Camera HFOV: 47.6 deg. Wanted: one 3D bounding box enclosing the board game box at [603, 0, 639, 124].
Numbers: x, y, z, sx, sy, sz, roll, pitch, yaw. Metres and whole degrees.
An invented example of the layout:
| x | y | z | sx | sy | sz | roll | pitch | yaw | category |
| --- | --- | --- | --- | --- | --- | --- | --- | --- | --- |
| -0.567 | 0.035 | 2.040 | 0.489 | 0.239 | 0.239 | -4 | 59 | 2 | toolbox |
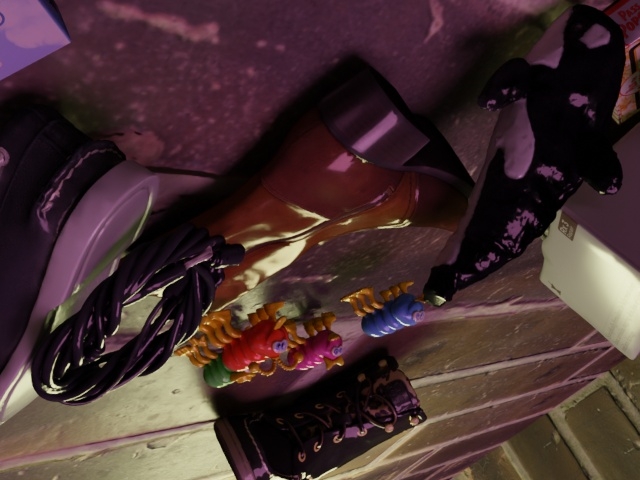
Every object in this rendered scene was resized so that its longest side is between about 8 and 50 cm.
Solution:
| x | y | z | sx | sy | sz | roll | pitch | yaw | category |
| --- | --- | --- | --- | --- | --- | --- | --- | --- | --- |
| 0.349 | -0.210 | 0.689 | 0.193 | 0.045 | 0.147 | -36 | 152 | 12 | board game box |

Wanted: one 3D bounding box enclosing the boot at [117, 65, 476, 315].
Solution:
| x | y | z | sx | sy | sz | roll | pitch | yaw | category |
| --- | --- | --- | --- | --- | --- | --- | --- | --- | --- |
| 0.000 | 0.000 | 0.662 | 0.280 | 0.096 | 0.264 | -37 | 154 | 18 | boot |

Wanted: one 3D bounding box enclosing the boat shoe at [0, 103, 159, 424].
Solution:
| x | y | z | sx | sy | sz | roll | pitch | yaw | category |
| --- | --- | --- | --- | --- | --- | --- | --- | --- | --- |
| -0.208 | 0.031 | 0.523 | 0.302 | 0.091 | 0.114 | -52 | 178 | 34 | boat shoe |

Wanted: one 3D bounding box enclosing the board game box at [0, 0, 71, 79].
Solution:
| x | y | z | sx | sy | sz | roll | pitch | yaw | category |
| --- | --- | --- | --- | --- | --- | --- | --- | --- | --- |
| -0.227 | -0.122 | 0.293 | 0.160 | 0.039 | 0.211 | -29 | 154 | -1 | board game box |

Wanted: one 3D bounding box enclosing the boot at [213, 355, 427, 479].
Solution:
| x | y | z | sx | sy | sz | roll | pitch | yaw | category |
| --- | --- | --- | --- | --- | --- | --- | --- | --- | --- |
| 0.011 | 0.281 | 1.102 | 0.284 | 0.138 | 0.377 | -27 | 157 | -2 | boot |

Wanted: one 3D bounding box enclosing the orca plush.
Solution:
| x | y | z | sx | sy | sz | roll | pitch | yaw | category |
| --- | --- | --- | --- | --- | --- | --- | --- | --- | --- |
| 0.186 | -0.061 | 0.587 | 0.287 | 0.102 | 0.151 | -51 | 136 | -15 | orca plush |

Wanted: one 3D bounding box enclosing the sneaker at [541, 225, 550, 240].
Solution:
| x | y | z | sx | sy | sz | roll | pitch | yaw | category |
| --- | --- | --- | --- | --- | --- | --- | --- | --- | --- |
| 0.358 | -0.021 | 0.981 | 0.115 | 0.090 | 0.232 | -39 | 153 | 11 | sneaker |

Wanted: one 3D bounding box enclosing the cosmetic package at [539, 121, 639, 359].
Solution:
| x | y | z | sx | sy | sz | roll | pitch | yaw | category |
| --- | --- | --- | --- | --- | --- | --- | --- | --- | --- |
| 0.433 | -0.070 | 0.803 | 0.385 | 0.156 | 0.217 | -43 | 153 | -7 | cosmetic package |

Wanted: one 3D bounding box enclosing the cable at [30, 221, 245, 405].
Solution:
| x | y | z | sx | sy | sz | roll | pitch | yaw | category |
| --- | --- | --- | --- | --- | --- | --- | --- | --- | --- |
| -0.135 | 0.064 | 0.522 | 0.184 | 0.047 | 0.150 | -44 | 171 | 13 | cable |

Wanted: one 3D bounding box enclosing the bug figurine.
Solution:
| x | y | z | sx | sy | sz | roll | pitch | yaw | category |
| --- | --- | --- | --- | --- | --- | --- | --- | --- | --- |
| -0.021 | 0.109 | 0.794 | 0.279 | 0.072 | 0.216 | -7 | 163 | -39 | bug figurine |
